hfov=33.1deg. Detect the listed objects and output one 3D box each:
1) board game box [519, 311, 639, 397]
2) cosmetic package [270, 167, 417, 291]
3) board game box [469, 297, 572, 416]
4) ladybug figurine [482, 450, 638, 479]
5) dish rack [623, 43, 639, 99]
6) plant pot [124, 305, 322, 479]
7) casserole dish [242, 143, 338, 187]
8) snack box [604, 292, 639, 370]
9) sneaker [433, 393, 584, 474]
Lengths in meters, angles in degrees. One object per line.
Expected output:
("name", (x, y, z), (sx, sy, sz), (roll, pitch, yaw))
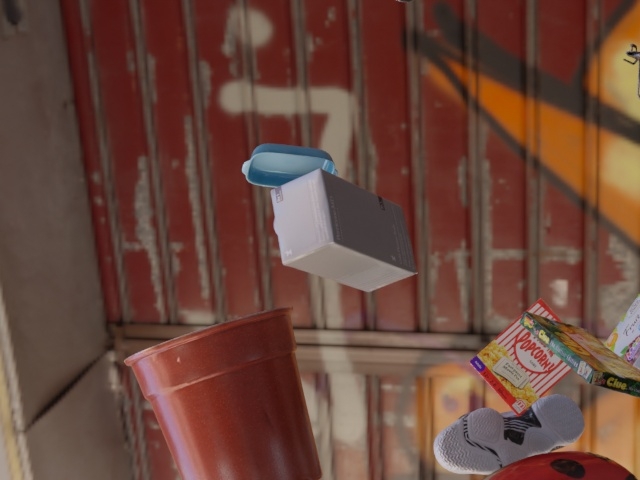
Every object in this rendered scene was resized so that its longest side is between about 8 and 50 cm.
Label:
("board game box", (0.453, 0.194, 1.832), (0.259, 0.136, 0.030), (-131, 57, -66))
("cosmetic package", (0.037, -0.011, 1.630), (0.238, 0.107, 0.127), (21, -127, -56))
("board game box", (0.418, 0.232, 2.146), (0.147, 0.193, 0.045), (48, -172, 11))
("ladybug figurine", (0.352, 0.434, 1.520), (0.449, 0.305, 0.162), (-31, -21, -54))
("dish rack", (0.497, -0.192, 1.347), (0.271, 0.208, 0.074), (-4, -77, -60))
("plant pot", (-0.131, 0.268, 1.643), (0.272, 0.272, 0.265), (10, -119, -75))
("casserole dish", (-0.059, -0.147, 2.104), (0.114, 0.188, 0.037), (113, 158, -55))
("snack box", (0.458, 0.107, 1.470), (0.141, 0.037, 0.100), (-56, 11, 4))
("sneaker", (0.371, 0.437, 2.295), (0.210, 0.366, 0.137), (-48, 56, 55))
